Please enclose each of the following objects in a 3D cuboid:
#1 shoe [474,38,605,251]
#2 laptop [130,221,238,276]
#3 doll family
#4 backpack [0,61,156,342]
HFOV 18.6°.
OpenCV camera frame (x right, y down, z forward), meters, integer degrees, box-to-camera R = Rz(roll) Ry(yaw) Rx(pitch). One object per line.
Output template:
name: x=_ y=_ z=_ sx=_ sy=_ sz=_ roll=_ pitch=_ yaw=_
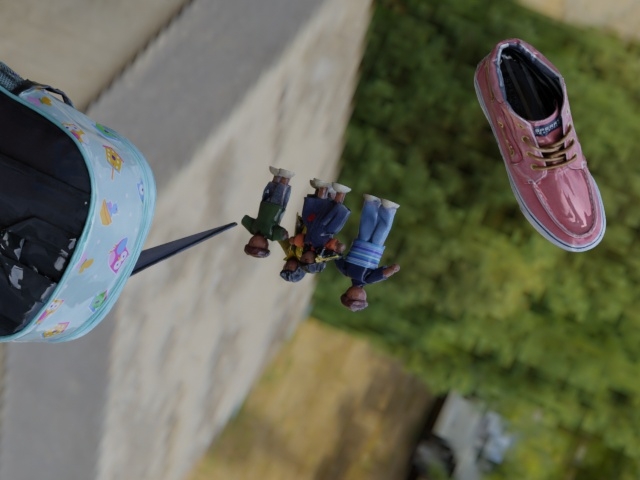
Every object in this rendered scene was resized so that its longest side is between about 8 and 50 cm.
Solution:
shoe: x=0.176 y=-0.075 z=1.542 sx=0.063 sy=0.178 sz=0.081 roll=-25 pitch=175 yaw=-5
laptop: x=-0.370 y=-0.012 z=1.749 sx=0.382 sy=0.408 sz=0.236 roll=-27 pitch=154 yaw=-54
doll family: x=0.000 y=0.000 z=1.904 sx=0.076 sy=0.193 sz=0.111 roll=21 pitch=87 yaw=-36
backpack: x=-0.199 y=-0.021 z=1.254 sx=0.144 sy=0.188 sz=0.166 roll=19 pitch=100 yaw=-57
